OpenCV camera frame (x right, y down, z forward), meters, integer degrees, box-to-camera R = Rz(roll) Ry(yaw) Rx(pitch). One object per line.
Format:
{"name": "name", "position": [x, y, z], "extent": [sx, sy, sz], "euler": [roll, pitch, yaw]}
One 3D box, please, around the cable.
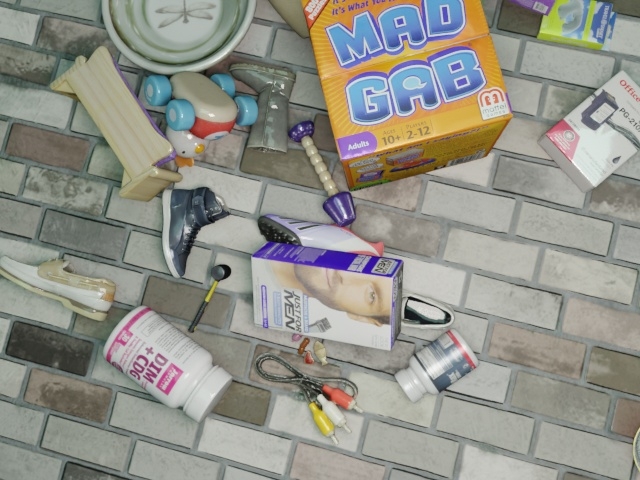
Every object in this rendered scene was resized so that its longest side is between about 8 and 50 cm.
{"name": "cable", "position": [-0.024, 0.346, 1.639], "extent": [0.287, 0.072, 0.139], "euler": [39, 83, 8]}

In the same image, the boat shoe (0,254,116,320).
{"name": "boat shoe", "position": [-0.656, 0.095, 1.710], "extent": [0.302, 0.113, 0.103], "euler": [24, 86, -3]}

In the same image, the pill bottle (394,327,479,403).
{"name": "pill bottle", "position": [0.269, 0.297, 1.598], "extent": [0.180, 0.108, 0.108], "euler": [-35, 82, 2]}

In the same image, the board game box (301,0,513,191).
{"name": "board game box", "position": [0.185, -0.351, 1.546], "extent": [0.356, 0.356, 0.357], "euler": [-14, 83, 3]}

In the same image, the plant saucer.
{"name": "plant saucer", "position": [-0.352, -0.605, 1.752], "extent": [0.400, 0.100, 0.401], "euler": [0, 85, 5]}

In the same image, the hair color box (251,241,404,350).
{"name": "hair color box", "position": [0.014, 0.123, 1.573], "extent": [0.338, 0.110, 0.185], "euler": [7, 113, 18]}

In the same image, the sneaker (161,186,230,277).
{"name": "sneaker", "position": [-0.305, -0.024, 1.695], "extent": [0.163, 0.086, 0.226], "euler": [-5, 83, 8]}

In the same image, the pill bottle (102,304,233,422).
{"name": "pill bottle", "position": [-0.360, 0.296, 1.630], "extent": [0.283, 0.160, 0.160], "euler": [34, 88, 7]}

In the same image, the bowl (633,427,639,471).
{"name": "bowl", "position": [0.781, 0.468, 1.546], "extent": [0.170, 0.080, 0.170], "euler": [-1, 85, 6]}

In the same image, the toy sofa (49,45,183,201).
{"name": "toy sofa", "position": [-0.485, -0.288, 1.701], "extent": [0.177, 0.150, 0.363], "euler": [-37, 82, 8]}

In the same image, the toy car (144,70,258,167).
{"name": "toy car", "position": [-0.308, -0.270, 1.679], "extent": [0.210, 0.219, 0.238], "euler": [46, 132, 31]}

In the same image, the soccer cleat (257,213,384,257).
{"name": "soccer cleat", "position": [0.000, 0.000, 1.669], "extent": [0.318, 0.109, 0.116], "euler": [24, 62, 12]}

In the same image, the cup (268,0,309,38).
{"name": "cup", "position": [0.004, -0.624, 1.637], "extent": [0.330, 0.331, 0.237], "euler": [-16, 104, 3]}

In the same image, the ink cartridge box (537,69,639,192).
{"name": "ink cartridge box", "position": [0.669, -0.257, 1.621], "extent": [0.237, 0.100, 0.172], "euler": [-40, 83, 0]}

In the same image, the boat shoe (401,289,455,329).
{"name": "boat shoe", "position": [0.188, 0.161, 1.629], "extent": [0.267, 0.088, 0.096], "euler": [16, 86, 7]}

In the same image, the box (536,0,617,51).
{"name": "box", "position": [0.635, -0.537, 1.683], "extent": [0.178, 0.042, 0.109], "euler": [13, 86, 7]}

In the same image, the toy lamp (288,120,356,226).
{"name": "toy lamp", "position": [0.007, -0.160, 1.668], "extent": [0.080, 0.080, 0.275], "euler": [-27, 72, 2]}

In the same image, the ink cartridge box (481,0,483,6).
{"name": "ink cartridge box", "position": [0.305, -0.607, 1.710], "extent": [0.209, 0.062, 0.109], "euler": [8, 84, 5]}

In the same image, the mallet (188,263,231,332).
{"name": "mallet", "position": [-0.280, 0.143, 1.688], "extent": [0.039, 0.062, 0.190], "euler": [28, 88, 9]}

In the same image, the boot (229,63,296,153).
{"name": "boot", "position": [-0.157, -0.332, 1.728], "extent": [0.189, 0.076, 0.209], "euler": [12, 92, 9]}

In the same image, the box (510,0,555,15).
{"name": "box", "position": [0.459, -0.687, 1.672], "extent": [0.293, 0.057, 0.201], "euler": [25, 65, 7]}

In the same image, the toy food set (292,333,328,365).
{"name": "toy food set", "position": [-0.030, 0.250, 1.677], "extent": [0.077, 0.019, 0.122], "euler": [-13, 91, 4]}
